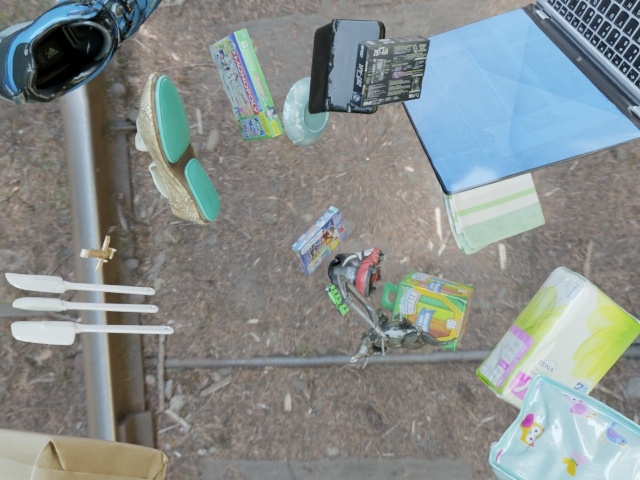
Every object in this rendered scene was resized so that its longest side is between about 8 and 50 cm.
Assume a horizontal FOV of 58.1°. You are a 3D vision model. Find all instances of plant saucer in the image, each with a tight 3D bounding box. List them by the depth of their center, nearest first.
[{"bbox_3d":[-0.024,-0.359,1.626,0.038,0.195,0.194,19,101,38],"label":"plant saucer"}]

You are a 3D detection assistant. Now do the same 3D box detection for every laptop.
[{"bbox_3d":[0.301,-0.309,0.746,0.237,0.381,0.407,9,132,-19],"label":"laptop"}]

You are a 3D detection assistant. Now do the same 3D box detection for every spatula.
[{"bbox_3d":[-0.366,0.111,0.926,0.242,0.168,0.019,10,112,-37],"label":"spatula"}]

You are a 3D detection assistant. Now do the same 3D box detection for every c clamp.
[{"bbox_3d":[0.085,0.142,1.190,0.022,0.137,0.160,-35,110,19],"label":"c clamp"}]

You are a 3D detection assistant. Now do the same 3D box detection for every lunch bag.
[{"bbox_3d":[0.351,0.309,0.672,0.262,0.223,0.160,24,66,36],"label":"lunch bag"}]

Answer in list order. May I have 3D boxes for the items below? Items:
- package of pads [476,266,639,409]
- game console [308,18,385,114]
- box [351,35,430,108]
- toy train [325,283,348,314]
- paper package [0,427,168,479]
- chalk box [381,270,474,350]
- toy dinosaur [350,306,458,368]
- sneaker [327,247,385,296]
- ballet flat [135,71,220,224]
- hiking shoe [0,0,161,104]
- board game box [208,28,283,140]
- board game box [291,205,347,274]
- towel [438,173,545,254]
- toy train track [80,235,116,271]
[{"bbox_3d":[0.490,0.225,1.193,0.229,0.101,0.296,33,97,-28],"label":"package of pads"},{"bbox_3d":[0.034,-0.236,0.801,0.108,0.071,0.122,6,97,8],"label":"game console"},{"bbox_3d":[0.075,-0.180,0.616,0.083,0.018,0.067,-17,130,-28],"label":"box"},{"bbox_3d":[0.038,0.138,1.337,0.024,0.017,0.083,-37,106,-20],"label":"toy train"},{"bbox_3d":[-0.486,0.404,0.957,0.325,0.309,0.168,-1,66,20],"label":"paper package"},{"bbox_3d":[0.340,0.218,1.914,0.289,0.179,0.180,14,105,20],"label":"chalk box"},{"bbox_3d":[0.221,0.261,1.604,0.314,0.160,0.120,-12,62,14],"label":"toy dinosaur"},{"bbox_3d":[0.094,0.072,1.510,0.135,0.276,0.097,7,103,13],"label":"sneaker"},{"bbox_3d":[-0.184,-0.101,0.691,0.067,0.073,0.206,3,130,19],"label":"ballet flat"},{"bbox_3d":[-0.278,-0.274,0.731,0.132,0.113,0.304,27,71,37],"label":"hiking shoe"},{"bbox_3d":[-0.232,-0.469,1.784,0.046,0.214,0.317,-28,109,-25],"label":"board game box"},{"bbox_3d":[0.000,0.000,1.890,0.035,0.136,0.201,29,63,34],"label":"board game box"},{"bbox_3d":[0.335,-0.157,1.179,0.248,0.038,0.324,-19,94,-26],"label":"towel"},{"bbox_3d":[-0.276,0.018,0.723,0.014,0.083,0.048,17,88,4],"label":"toy train track"}]
